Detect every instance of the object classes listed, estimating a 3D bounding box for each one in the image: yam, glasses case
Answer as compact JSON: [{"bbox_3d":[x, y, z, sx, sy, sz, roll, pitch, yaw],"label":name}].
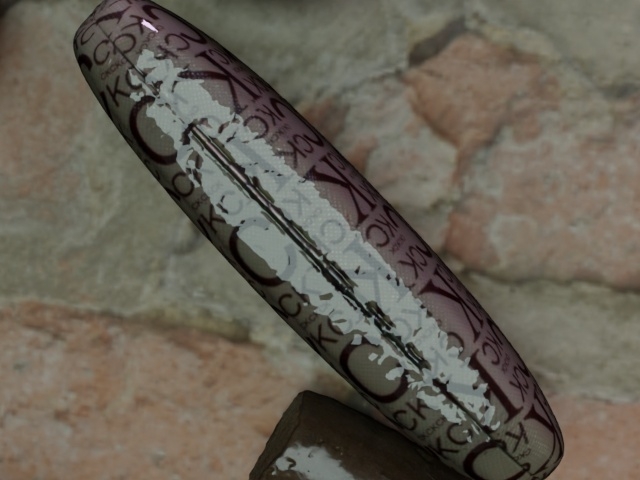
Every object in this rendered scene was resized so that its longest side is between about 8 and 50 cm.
[{"bbox_3d":[0.026,0.149,0.594,0.127,0.084,0.084,30,97,1],"label":"yam"},{"bbox_3d":[0.000,0.000,0.555,0.085,0.137,0.355,-45,87,7],"label":"glasses case"}]
